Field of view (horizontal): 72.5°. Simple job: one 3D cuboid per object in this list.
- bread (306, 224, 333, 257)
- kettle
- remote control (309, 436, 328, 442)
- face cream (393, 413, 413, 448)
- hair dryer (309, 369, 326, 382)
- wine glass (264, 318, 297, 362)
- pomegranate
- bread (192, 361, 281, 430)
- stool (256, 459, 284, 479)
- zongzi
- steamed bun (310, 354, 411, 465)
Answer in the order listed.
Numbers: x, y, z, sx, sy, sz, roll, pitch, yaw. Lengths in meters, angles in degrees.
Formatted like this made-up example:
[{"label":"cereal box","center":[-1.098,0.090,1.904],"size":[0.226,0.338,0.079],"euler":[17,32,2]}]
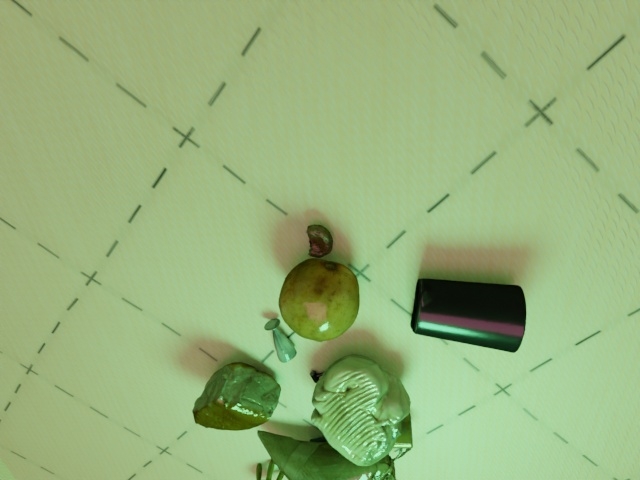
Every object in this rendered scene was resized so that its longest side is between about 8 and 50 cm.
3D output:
[{"label":"bread","center":[0.000,0.000,1.369],"size":[0.082,0.060,0.113],"euler":[5,122,7]},{"label":"kettle","center":[0.449,0.224,1.377],"size":[0.307,0.262,0.203],"euler":[6,85,9]},{"label":"remote control","center":[0.141,0.849,1.838],"size":[0.377,0.044,0.107],"euler":[-18,110,18]},{"label":"face cream","center":[0.212,0.739,1.703],"size":[0.284,0.139,0.067],"euler":[-4,129,9]},{"label":"hair dryer","center":[0.004,0.518,1.686],"size":[0.083,0.026,0.047],"euler":[-21,116,12]},{"label":"wine glass","center":[-0.149,0.364,1.596],"size":[0.073,0.073,0.155],"euler":[-16,113,18]},{"label":"pomegranate","center":[-0.005,0.186,1.374],"size":[0.260,0.260,0.261],"euler":[4,120,7]},{"label":"bread","center":[-0.311,0.604,1.668],"size":[0.279,0.225,0.250],"euler":[34,125,-23]},{"label":"stool","center":[-0.236,1.085,1.993],"size":[0.134,0.110,0.135],"euler":[12,120,1]},{"label":"zongzi","center":[0.046,0.833,1.716],"size":[0.500,0.218,0.467],"euler":[-40,95,20]},{"label":"steamed bun","center":[0.156,0.585,1.576],"size":[0.352,0.247,0.339],"euler":[40,109,14]}]
